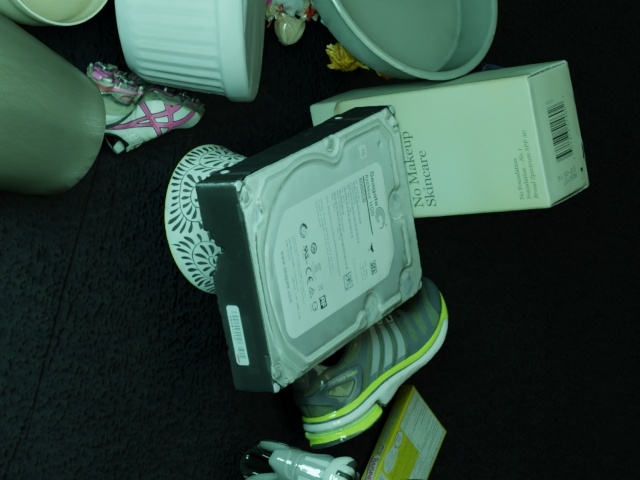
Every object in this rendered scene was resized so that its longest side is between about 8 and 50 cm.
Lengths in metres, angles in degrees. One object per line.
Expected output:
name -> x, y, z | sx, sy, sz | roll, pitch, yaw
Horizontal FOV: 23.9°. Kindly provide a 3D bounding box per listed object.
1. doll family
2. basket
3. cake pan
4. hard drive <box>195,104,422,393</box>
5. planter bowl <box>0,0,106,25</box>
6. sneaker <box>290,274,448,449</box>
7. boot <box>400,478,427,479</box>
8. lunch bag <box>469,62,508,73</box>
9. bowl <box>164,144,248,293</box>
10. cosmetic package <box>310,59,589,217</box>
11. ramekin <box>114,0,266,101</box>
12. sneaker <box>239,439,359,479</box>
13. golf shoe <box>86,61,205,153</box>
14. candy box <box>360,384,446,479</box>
doll family -> 0.044, -0.280, 1.853 | 0.263, 0.118, 0.163 | 11, 77, -51
basket -> -0.313, -0.125, 1.350 | 0.227, 0.154, 0.204 | 23, 70, -53
cake pan -> 0.089, -0.320, 1.809 | 0.293, 0.054, 0.293 | 16, 63, -35
hard drive -> 0.000, 0.000, 1.690 | 0.339, 0.064, 0.237 | -30, 115, -54
planter bowl -> -0.286, -0.275, 1.426 | 0.162, 0.109, 0.162 | 8, 80, -53
sneaker -> 0.059, 0.121, 1.854 | 0.300, 0.111, 0.121 | -49, 120, -46
boot -> 0.105, 0.372, 1.749 | 0.260, 0.348, 0.131 | -8, 57, -48
lunch bag -> 0.215, -0.218, 2.121 | 0.098, 0.065, 0.067 | 4, 99, -54
bowl -> -0.088, -0.025, 1.690 | 0.170, 0.080, 0.170 | 5, 84, -53
cosmetic package -> 0.153, -0.115, 1.827 | 0.113, 0.309, 0.160 | -25, 106, -52
ramekin -> -0.127, -0.275, 1.518 | 0.273, 0.127, 0.273 | 2, 90, -87
sneaker -> -0.027, 0.277, 1.743 | 0.229, 0.132, 0.086 | 93, 17, -65
golf shoe -> -0.195, -0.133, 1.584 | 0.186, 0.067, 0.086 | 4, 116, -58
candy box -> 0.099, 0.298, 1.952 | 0.105, 0.027, 0.206 | 57, 46, -37
